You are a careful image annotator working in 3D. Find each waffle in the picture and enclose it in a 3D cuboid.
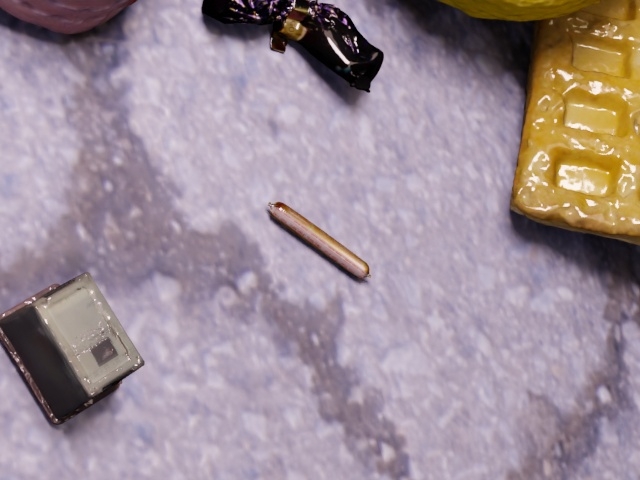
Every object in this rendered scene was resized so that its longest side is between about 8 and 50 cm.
[{"bbox_3d":[0.257,-0.122,1.268,0.168,0.057,0.274,11,66,0],"label":"waffle"}]

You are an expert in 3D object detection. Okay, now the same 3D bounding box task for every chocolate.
[{"bbox_3d":[-0.020,-0.168,1.158,0.147,0.070,0.072,33,49,-30],"label":"chocolate"}]

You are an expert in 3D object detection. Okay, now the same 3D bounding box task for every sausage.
[{"bbox_3d":[0.000,0.000,1.131,0.100,0.015,0.015,35,59,-17],"label":"sausage"}]

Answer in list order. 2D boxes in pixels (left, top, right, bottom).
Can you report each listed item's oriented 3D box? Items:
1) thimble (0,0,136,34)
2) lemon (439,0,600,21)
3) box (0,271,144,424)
[{"bbox_3d":[-0.175,-0.250,1.042,0.163,0.125,0.189,-3,76,-35],"label":"thimble"},{"bbox_3d":[0.171,-0.322,1.194,0.268,0.268,0.322,42,66,-13],"label":"lemon"},{"bbox_3d":[-0.164,0.068,0.979,0.060,0.063,0.084,-31,90,-34],"label":"box"}]
